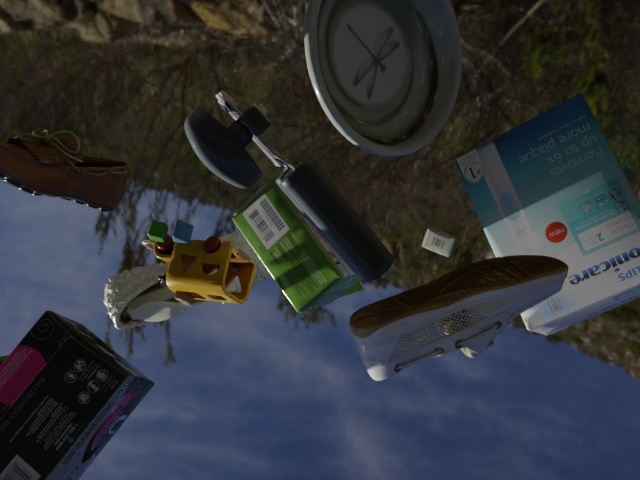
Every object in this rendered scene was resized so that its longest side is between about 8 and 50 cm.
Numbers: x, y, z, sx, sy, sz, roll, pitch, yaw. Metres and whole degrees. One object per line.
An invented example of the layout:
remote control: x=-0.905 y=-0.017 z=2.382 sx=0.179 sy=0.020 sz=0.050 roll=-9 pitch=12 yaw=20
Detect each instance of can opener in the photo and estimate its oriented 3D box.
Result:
can opener: x=-0.032 y=-0.056 z=0.831 sx=0.093 sy=0.280 sz=0.074 roll=-46 pitch=-165 yaw=0

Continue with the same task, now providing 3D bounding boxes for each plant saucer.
plant saucer: x=0.108 y=-0.363 z=1.425 sx=0.400 sy=0.401 sz=0.100 roll=-18 pitch=-166 yaw=-37

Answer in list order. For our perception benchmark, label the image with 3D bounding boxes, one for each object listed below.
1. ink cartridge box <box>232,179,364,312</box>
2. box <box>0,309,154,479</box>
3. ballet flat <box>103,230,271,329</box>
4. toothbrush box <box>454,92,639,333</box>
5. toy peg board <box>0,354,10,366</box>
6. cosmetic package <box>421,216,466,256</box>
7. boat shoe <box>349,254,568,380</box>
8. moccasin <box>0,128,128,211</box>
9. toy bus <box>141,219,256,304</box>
ink cartridge box: x=0.000 y=0.000 z=1.210 sx=0.189 sy=0.097 sz=0.255 roll=54 pitch=-156 yaw=13
box: x=-0.388 y=0.253 z=1.055 sx=0.163 sy=0.247 sz=0.142 roll=36 pitch=171 yaw=11
ballet flat: x=-0.255 y=0.095 z=1.533 sx=0.408 sy=0.147 sz=0.147 roll=-19 pitch=-153 yaw=2
toothbrush box: x=0.366 y=-0.033 z=1.111 sx=0.216 sy=0.296 sz=0.126 roll=-27 pitch=159 yaw=23
toy peg board: x=-0.525 y=0.268 z=1.192 sx=0.079 sy=0.161 sz=0.160 roll=-8 pitch=-163 yaw=-29
cosmetic package: x=0.247 y=-0.008 z=1.459 sx=0.060 sy=0.041 sz=0.115 roll=22 pitch=-160 yaw=14
boat shoe: x=0.174 y=0.094 z=0.893 sx=0.277 sy=0.096 sz=0.098 roll=-18 pitch=-165 yaw=-8
moccasin: x=-0.537 y=-0.160 z=1.494 sx=0.139 sy=0.147 sz=0.380 roll=28 pitch=-174 yaw=34
toy bus: x=-0.213 y=0.055 z=1.243 sx=0.191 sy=0.104 sz=0.202 roll=17 pitch=160 yaw=-15
